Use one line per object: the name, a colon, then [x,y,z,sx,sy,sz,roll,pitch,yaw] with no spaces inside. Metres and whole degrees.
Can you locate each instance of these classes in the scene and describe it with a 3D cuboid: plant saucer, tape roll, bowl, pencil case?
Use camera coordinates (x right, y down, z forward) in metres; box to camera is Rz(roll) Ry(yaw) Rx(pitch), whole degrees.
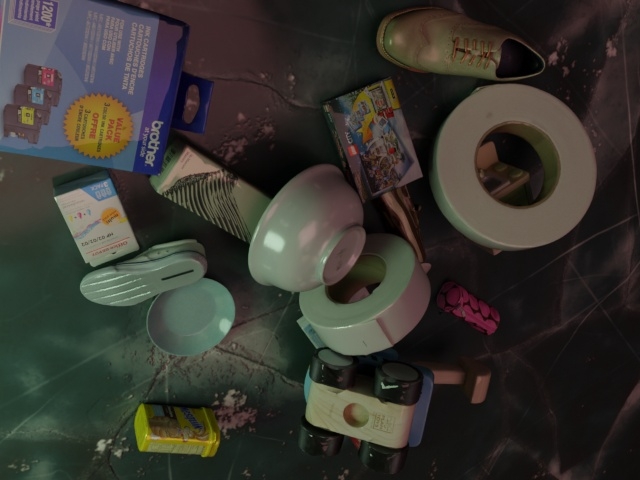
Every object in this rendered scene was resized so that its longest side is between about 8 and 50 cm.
plant saucer: [-0.286,0.162,1.285,0.195,0.037,0.194,-11,117,-23]
tape roll: [0.098,0.116,1.307,0.286,0.286,0.100,-37,124,-7]
bowl: [0.000,0.000,1.219,0.298,0.134,0.297,-40,150,-29]
tape roll: [0.444,-0.170,1.356,0.392,0.072,0.391,1,82,-7]
pencil case: [0.413,0.194,1.613,0.209,0.098,0.095,28,98,-34]

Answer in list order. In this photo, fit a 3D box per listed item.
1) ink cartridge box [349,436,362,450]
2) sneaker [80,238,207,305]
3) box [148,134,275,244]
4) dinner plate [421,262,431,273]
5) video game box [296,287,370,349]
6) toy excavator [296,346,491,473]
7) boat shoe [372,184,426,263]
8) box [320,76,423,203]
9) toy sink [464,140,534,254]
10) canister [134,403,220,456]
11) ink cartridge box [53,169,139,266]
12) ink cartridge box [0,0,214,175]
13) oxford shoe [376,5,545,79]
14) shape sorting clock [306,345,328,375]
ink cartridge box: [0.189,0.531,1.668,0.127,0.072,0.175,31,97,-33]
sneaker: [-0.351,0.063,1.181,0.258,0.091,0.094,-11,124,1]
box: [-0.196,-0.089,1.181,0.275,0.094,0.113,30,96,-33]
dinner plate: [0.217,0.098,1.471,0.141,0.017,0.141,-22,159,-9]
video game box: [0.066,0.222,1.482,0.187,0.048,0.205,-37,124,-9]
toy excavator: [0.197,0.351,1.422,0.433,0.445,0.222,12,104,12]
boat shoe: [0.210,-0.052,1.405,0.095,0.095,0.257,-39,123,-13]
box: [0.114,-0.217,1.274,0.159,0.044,0.233,-24,105,-14]
toy sink: [0.434,-0.108,1.467,0.153,0.131,0.234,-32,122,-11]
canister: [-0.328,0.432,1.333,0.170,0.126,0.073,15,105,-29]
ink cartridge box: [-0.420,-0.030,1.115,0.104,0.061,0.181,-23,121,-16]
ink cartridge box: [-0.387,-0.269,0.976,0.396,0.151,0.269,5,110,-30]
oxford shoe: [0.311,-0.420,1.254,0.397,0.146,0.140,-3,114,-25]
shape sorting clock: [0.062,0.336,1.482,0.206,0.040,0.206,-11,118,-22]
